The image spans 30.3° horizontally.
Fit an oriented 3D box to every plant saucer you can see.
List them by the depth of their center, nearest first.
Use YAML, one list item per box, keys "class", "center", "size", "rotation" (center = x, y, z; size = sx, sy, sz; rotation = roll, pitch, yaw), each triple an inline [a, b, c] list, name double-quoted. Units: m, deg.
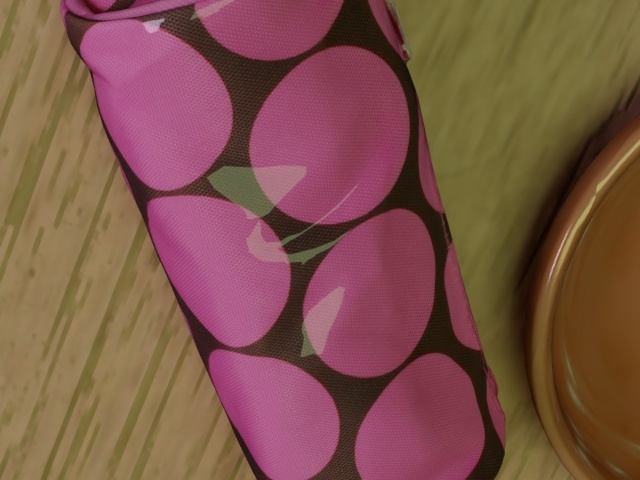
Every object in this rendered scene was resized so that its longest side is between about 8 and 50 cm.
- class: "plant saucer"
  center: [0.168, 0.020, 0.457]
  size: [0.200, 0.037, 0.199]
  rotation: [-5, 112, -13]

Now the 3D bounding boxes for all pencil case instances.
- class: "pencil case"
  center: [0.000, 0.000, 0.376]
  size: [0.098, 0.095, 0.209]
  rotation: [-28, 119, -20]
